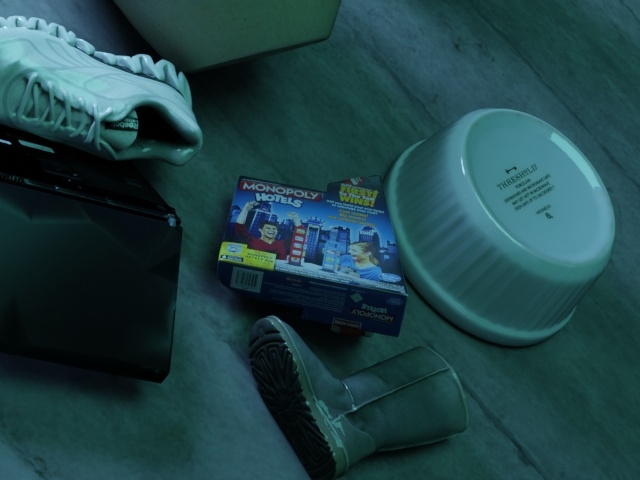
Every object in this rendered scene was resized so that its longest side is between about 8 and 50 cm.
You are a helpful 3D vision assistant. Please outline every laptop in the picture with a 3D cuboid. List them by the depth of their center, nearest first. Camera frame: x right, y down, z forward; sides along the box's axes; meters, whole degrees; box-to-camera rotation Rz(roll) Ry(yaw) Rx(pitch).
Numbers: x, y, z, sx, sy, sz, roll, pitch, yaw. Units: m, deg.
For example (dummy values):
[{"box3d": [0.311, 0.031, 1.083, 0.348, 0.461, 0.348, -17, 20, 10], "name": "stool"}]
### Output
[{"box3d": [-0.266, -0.001, 1.845, 0.234, 0.137, 0.264, 15, 17, -30], "name": "laptop"}]

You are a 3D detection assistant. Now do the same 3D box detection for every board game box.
[{"box3d": [0.000, 0.000, 2.012, 0.194, 0.060, 0.194, 11, 38, 0], "name": "board game box"}]

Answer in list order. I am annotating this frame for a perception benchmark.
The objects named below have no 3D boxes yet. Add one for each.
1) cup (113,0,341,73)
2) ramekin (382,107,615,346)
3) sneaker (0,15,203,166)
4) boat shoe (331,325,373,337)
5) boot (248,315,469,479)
[{"box3d": [-0.097, -0.310, 2.065, 0.331, 0.331, 0.237, -18, 95, -45], "name": "cup"}, {"box3d": [0.211, -0.026, 2.186, 0.273, 0.127, 0.273, 21, 48, -25], "name": "ramekin"}, {"box3d": [-0.244, -0.140, 1.911, 0.292, 0.110, 0.118, 9, 31, -31], "name": "sneaker"}, {"box3d": [0.043, 0.050, 2.056, 0.043, 0.049, 0.137, 3, 43, 11], "name": "boat shoe"}, {"box3d": [0.043, 0.139, 1.962, 0.208, 0.076, 0.190, -22, 85, -39], "name": "boot"}]
